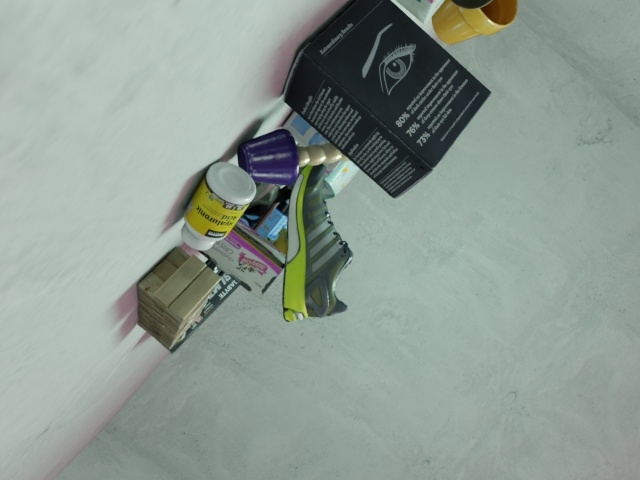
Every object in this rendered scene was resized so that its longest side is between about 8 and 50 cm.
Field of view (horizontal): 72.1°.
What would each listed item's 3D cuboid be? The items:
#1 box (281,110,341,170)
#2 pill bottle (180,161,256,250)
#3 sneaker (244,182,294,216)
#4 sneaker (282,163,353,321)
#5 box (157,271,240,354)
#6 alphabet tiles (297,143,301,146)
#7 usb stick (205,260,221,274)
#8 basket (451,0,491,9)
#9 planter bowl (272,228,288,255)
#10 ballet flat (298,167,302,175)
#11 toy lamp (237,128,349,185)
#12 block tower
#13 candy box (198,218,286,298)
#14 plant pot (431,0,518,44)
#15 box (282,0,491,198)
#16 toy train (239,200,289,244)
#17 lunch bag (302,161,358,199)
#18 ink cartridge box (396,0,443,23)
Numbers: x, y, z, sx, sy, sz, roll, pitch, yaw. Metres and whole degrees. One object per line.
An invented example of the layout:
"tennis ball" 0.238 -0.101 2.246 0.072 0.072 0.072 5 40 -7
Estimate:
"box" 0.050 -0.232 0.718 0.203 0.114 0.103 -50 -177 25
"pill bottle" -0.137 -0.040 0.568 0.116 0.065 0.065 -47 -176 37
"sneaker" -0.104 -0.091 0.802 0.106 0.078 0.234 -47 179 2
"sneaker" 0.000 0.000 0.806 0.111 0.121 0.300 94 -1 -85
"box" -0.341 0.176 1.313 0.295 0.073 0.293 -47 -169 -8
"alphabet tiles" 0.009 -0.294 1.100 0.198 0.009 0.237 -49 -177 19
"usb stick" -0.251 0.030 1.218 0.278 0.045 0.077 -52 -177 -35
"basket" 0.359 -0.586 0.911 0.227 0.154 0.204 -47 -177 -29
"planter bowl" -0.148 -0.020 1.179 0.090 0.217 0.217 -10 174 -11
"ballet flat" -0.074 -0.142 1.266 0.095 0.096 0.280 -50 -177 -12
"toy lamp" 0.018 -0.128 0.632 0.275 0.080 0.080 -13 164 -27
"block tower" -0.270 0.117 0.812 0.097 0.091 0.335 -50 -176 -31
"candy box" -0.148 0.022 0.867 0.071 0.159 0.233 -51 -177 2
"plant pot" 0.445 -0.693 1.319 0.205 0.205 0.188 -51 -162 -24
"box" 0.082 -0.185 0.564 0.153 0.207 0.108 -49 -177 -22
"toy train" -0.130 -0.054 1.052 0.184 0.105 0.080 -48 -177 15
"lunch bag" 0.052 -0.260 1.464 0.223 0.160 0.262 -49 -172 -9
"ink cartridge box" 0.155 -0.365 0.522 0.134 0.078 0.231 -49 -177 12
